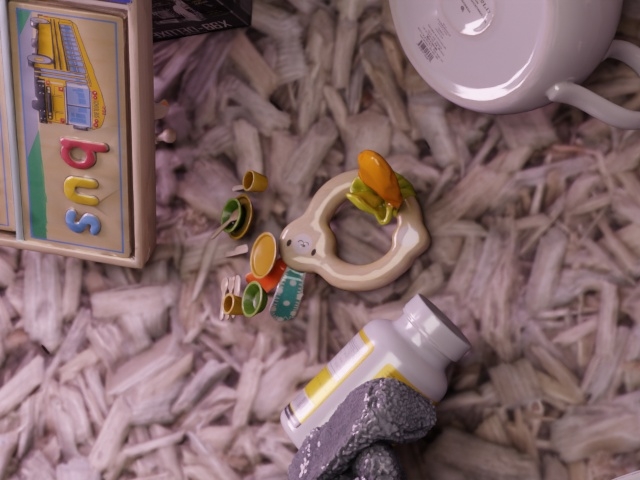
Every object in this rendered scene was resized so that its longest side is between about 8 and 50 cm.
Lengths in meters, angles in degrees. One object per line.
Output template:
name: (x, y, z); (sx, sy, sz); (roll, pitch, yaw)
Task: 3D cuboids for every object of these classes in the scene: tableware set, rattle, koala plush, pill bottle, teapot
tableware set: (-0.078, 0.005, 2.026); (0.104, 0.024, 0.154); (-12, 69, 55)
rattle: (0.000, 0.000, 1.965); (0.199, 0.143, 0.130); (-21, 89, 10)
koala plush: (0.085, 0.268, 1.821); (0.203, 0.221, 0.196); (-42, 32, 48)
pill bottle: (0.056, 0.142, 1.923); (0.184, 0.103, 0.103); (-45, 65, 7)
teapot: (0.205, -0.244, 1.916); (0.252, 0.187, 0.256); (15, 114, 44)

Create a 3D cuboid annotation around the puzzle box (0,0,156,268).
puzzle box: (-0.301, -0.165, 1.995); (0.272, 0.409, 0.052); (8, 36, 10)

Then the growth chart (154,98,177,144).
growth chart: (-0.267, -0.171, 2.080); (0.172, 0.237, 0.021); (-13, 44, 28)

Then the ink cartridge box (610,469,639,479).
ink cartridge box: (0.336, 0.335, 1.778); (0.239, 0.060, 0.275); (-17, 68, -12)

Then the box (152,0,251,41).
box: (-0.257, -0.270, 2.076); (0.307, 0.242, 0.077); (-8, 75, 21)
